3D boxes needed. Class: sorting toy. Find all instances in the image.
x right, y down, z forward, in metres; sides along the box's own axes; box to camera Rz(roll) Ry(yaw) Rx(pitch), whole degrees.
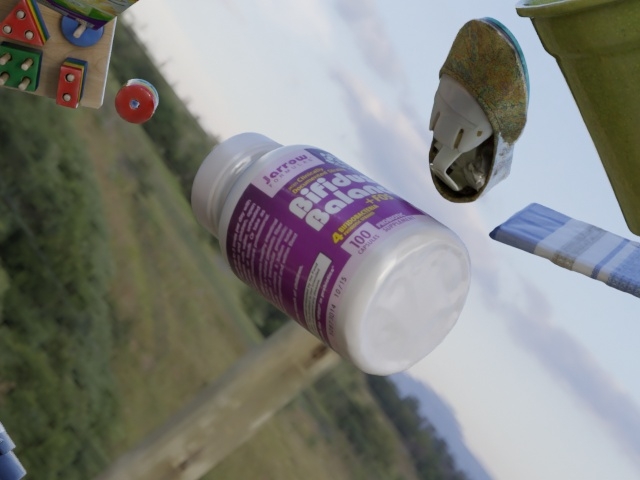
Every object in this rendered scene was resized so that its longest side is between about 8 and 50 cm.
[{"bbox_3d":[-0.308,-0.216,1.597,0.274,0.132,0.046,14,28,-1],"label":"sorting toy"}]

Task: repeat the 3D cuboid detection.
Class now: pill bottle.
[{"bbox_3d":[0.000,0.000,1.526,0.301,0.169,0.169,34,-14,39],"label":"pill bottle"}]

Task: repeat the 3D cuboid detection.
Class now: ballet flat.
[{"bbox_3d":[0.179,-0.137,1.745,0.123,0.123,0.348,51,-10,19],"label":"ballet flat"}]

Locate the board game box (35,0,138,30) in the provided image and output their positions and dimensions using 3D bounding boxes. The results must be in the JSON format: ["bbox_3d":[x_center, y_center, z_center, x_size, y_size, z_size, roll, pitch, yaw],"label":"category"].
[{"bbox_3d":[-0.203,-0.281,1.223,0.144,0.142,0.275,25,-5,-16],"label":"board game box"}]

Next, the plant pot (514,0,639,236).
[{"bbox_3d":[0.356,-0.147,1.406,0.276,0.276,0.254,-140,-149,-76],"label":"plant pot"}]

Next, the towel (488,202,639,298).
[{"bbox_3d":[0.361,0.029,1.779,0.285,0.034,0.209,22,17,16],"label":"towel"}]

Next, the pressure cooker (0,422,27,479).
[{"bbox_3d":[-0.549,0.271,1.682,0.420,0.375,0.370,53,7,0],"label":"pressure cooker"}]
